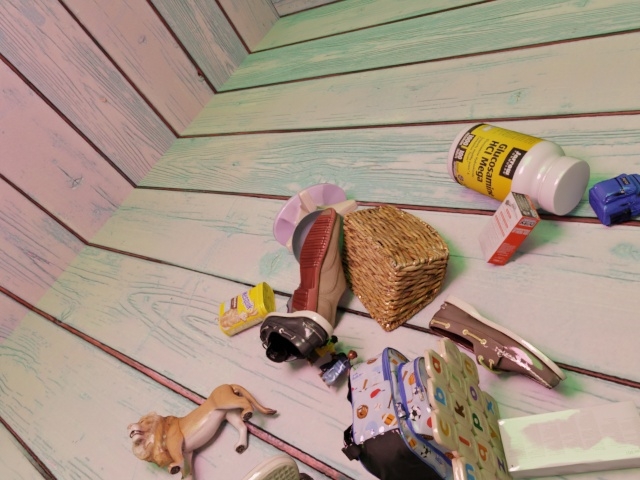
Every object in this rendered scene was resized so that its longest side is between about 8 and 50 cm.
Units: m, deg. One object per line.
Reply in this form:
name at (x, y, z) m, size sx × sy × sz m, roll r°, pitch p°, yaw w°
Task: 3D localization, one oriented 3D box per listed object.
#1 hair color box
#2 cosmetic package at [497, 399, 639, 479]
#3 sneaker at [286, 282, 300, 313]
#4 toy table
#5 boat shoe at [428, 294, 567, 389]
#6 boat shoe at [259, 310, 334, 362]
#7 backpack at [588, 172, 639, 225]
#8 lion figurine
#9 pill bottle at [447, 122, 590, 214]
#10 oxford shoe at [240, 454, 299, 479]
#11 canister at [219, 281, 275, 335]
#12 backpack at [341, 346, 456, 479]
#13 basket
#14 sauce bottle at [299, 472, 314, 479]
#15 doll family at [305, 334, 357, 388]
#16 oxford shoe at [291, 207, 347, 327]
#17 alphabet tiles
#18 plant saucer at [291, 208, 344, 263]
hair color box at (0.464, -0.028, 1.175) m, size 0.053 × 0.167 × 0.093 m, roll 9°, pitch 45°, yaw -10°
cosmetic package at (0.463, 0.370, 0.869) m, size 0.239 × 0.060 × 0.099 m, roll -18°, pitch 42°, yaw 22°
sneaker at (-0.061, 0.160, 1.430) m, size 0.098 × 0.083 × 0.224 m, roll -12°, pitch 45°, yaw 36°
toy table at (-0.013, -0.067, 1.505) m, size 0.274 × 0.252 × 0.161 m, roll -46°, pitch 25°, yaw -3°
boat shoe at (0.370, 0.231, 1.031) m, size 0.097 × 0.116 × 0.324 m, roll -48°, pitch 37°, yaw -6°
boat shoe at (-0.094, 0.267, 1.241) m, size 0.340 × 0.127 × 0.113 m, roll -17°, pitch 29°, yaw 54°
backpack at (0.715, -0.103, 1.114) m, size 0.120 × 0.101 × 0.098 m, roll -18°, pitch 50°, yaw 16°
lion figurine at (-0.321, 0.494, 1.277) m, size 0.392 × 0.142 × 0.240 m, roll -27°, pitch 31°, yaw -11°
pill bottle at (0.521, -0.192, 1.266) m, size 0.188 × 0.188 × 0.334 m, roll -44°, pitch 40°, yaw -8°
oxford shoe at (-0.213, 0.613, 0.998) m, size 0.449 × 0.169 × 0.130 m, roll -54°, pitch 32°, yaw 7°
canister at (-0.235, 0.219, 1.501) m, size 0.170 × 0.073 × 0.126 m, roll -27°, pitch 41°, yaw 14°
backpack at (0.168, 0.349, 0.954) m, size 0.213 × 0.276 × 0.263 m, roll -33°, pitch 32°, yaw 9°
basket at (0.207, 0.064, 1.320) m, size 0.213 × 0.223 × 0.299 m, roll -12°, pitch 34°, yaw -22°
sauce bottle at (0.064, 0.568, 0.926) m, size 0.344 × 0.111 × 0.111 m, roll 10°, pitch 58°, yaw 49°
doll family at (0.026, 0.305, 1.238) m, size 0.111 × 0.076 × 0.193 m, roll -39°, pitch 45°, yaw -10°
oxford shoe at (0.015, 0.083, 1.345) m, size 0.123 × 0.130 × 0.348 m, roll 4°, pitch 78°, yaw 62°
alphabet tiles at (0.274, 0.331, 0.879) m, size 0.021 × 0.278 × 0.284 m, roll -28°, pitch 39°, yaw 31°
plant saucer at (0.000, 0.000, 1.416) m, size 0.195 × 0.195 × 0.037 m, roll -44°, pitch 23°, yaw -8°
